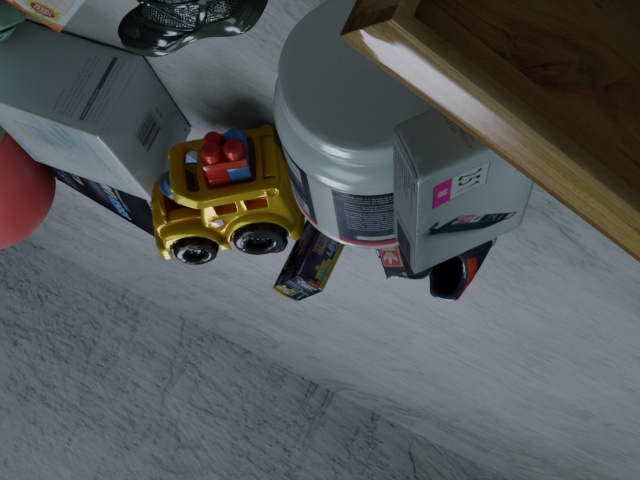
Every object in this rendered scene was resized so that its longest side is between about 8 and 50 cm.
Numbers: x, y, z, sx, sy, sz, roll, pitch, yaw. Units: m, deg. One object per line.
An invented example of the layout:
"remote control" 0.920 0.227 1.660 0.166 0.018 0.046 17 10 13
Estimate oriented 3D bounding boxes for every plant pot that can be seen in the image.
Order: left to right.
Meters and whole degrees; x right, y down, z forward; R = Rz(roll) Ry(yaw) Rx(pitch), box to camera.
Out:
"plant pot" -0.622 -0.149 2.015 0.275 0.275 0.243 22 156 8

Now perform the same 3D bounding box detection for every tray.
"tray" 0.222 -0.128 0.872 0.411 0.203 0.076 32 164 -26

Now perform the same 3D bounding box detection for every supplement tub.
"supplement tub" 0.052 -0.116 1.190 0.191 0.191 0.272 22 165 10

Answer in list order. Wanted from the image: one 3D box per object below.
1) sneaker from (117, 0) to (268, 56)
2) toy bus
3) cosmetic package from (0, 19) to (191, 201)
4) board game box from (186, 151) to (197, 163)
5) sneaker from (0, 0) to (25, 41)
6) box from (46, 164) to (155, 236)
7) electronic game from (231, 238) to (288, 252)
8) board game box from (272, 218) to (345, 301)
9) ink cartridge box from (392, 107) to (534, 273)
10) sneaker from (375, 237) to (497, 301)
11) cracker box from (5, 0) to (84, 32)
"sneaker" -0.169 -0.268 1.229 0.130 0.087 0.227 37 157 -33
"toy bus" -0.148 -0.079 1.597 0.220 0.149 0.211 -10 152 7
"cosmetic package" -0.343 -0.186 1.660 0.224 0.138 0.224 20 164 20
"board game box" -0.216 -0.131 1.866 0.090 0.020 0.090 35 162 -29
"sneaker" -0.441 -0.297 1.482 0.256 0.151 0.094 -4 114 52
"box" -0.361 -0.118 1.967 0.293 0.073 0.295 31 165 12
"electronic game" -0.164 -0.038 2.042 0.229 0.048 0.229 22 164 7
"board game box" 0.000 0.000 1.691 0.048 0.170 0.141 29 163 -9
"ink cartridge box" 0.185 -0.077 1.074 0.275 0.239 0.060 78 168 -71
"sneaker" 0.096 -0.037 1.466 0.350 0.148 0.131 35 161 -33
"cracker box" -0.327 -0.328 1.296 0.155 0.067 0.232 30 165 -19
